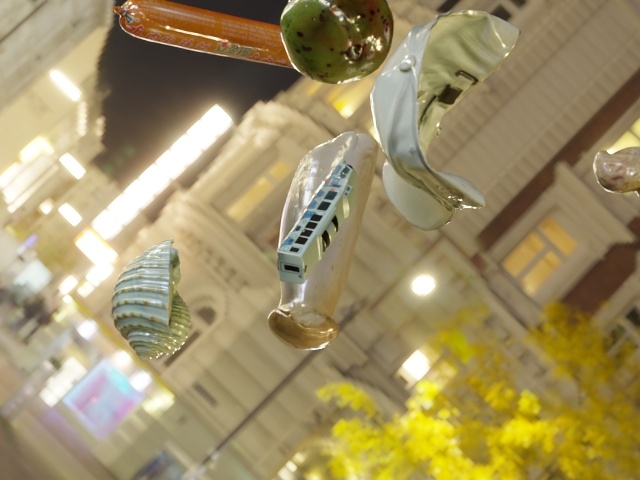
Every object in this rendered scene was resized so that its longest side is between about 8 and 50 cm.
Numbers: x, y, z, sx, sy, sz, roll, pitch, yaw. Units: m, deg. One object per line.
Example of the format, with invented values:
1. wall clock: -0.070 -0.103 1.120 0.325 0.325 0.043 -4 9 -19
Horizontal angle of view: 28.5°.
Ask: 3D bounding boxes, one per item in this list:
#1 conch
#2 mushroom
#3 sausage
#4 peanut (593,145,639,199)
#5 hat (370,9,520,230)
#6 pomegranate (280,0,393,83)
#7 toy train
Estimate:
1. conch: -0.223 0.078 1.644 0.135 0.102 0.153 131 -51 -72
2. mushroom: -0.007 -0.002 2.196 0.154 0.407 0.137 -2 -32 30
3. sausage: -0.112 -0.262 1.616 0.348 0.053 0.053 5 17 -38
4. peanut: 0.573 -0.099 2.164 0.228 0.104 0.085 26 -17 -6
5. hat: 0.125 -0.154 1.630 0.168 0.257 0.301 20 -22 -12
6. pomegranate: 0.011 -0.221 1.253 0.114 0.114 0.142 57 1 -46
7. toy train: 0.003 -0.027 1.469 0.047 0.207 0.043 9 -52 19
